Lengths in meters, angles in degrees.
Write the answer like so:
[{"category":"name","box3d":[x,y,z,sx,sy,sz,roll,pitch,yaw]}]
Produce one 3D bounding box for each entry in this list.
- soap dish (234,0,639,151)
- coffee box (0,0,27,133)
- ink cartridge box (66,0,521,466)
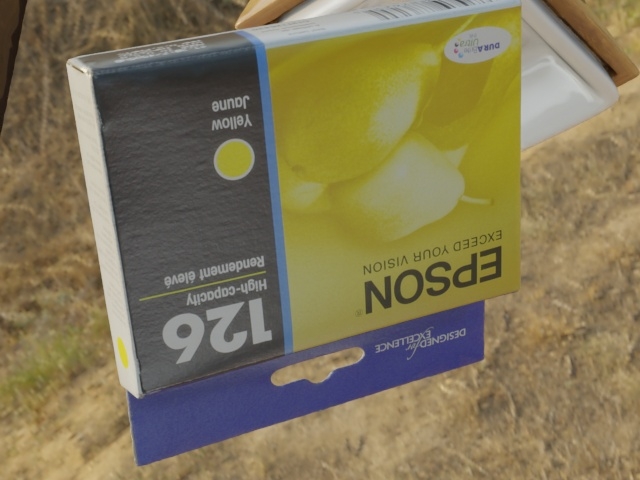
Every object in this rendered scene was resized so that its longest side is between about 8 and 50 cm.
[{"category":"soap dish","box3d":[0.106,-0.184,0.979,0.228,0.290,0.118,-26,50,32]},{"category":"coffee box","box3d":[-0.308,-0.054,0.555,0.297,0.119,0.168,-9,61,26]},{"category":"ink cartridge box","box3d":[0.000,0.000,0.784,0.303,0.307,0.072,-14,23,-21]}]
